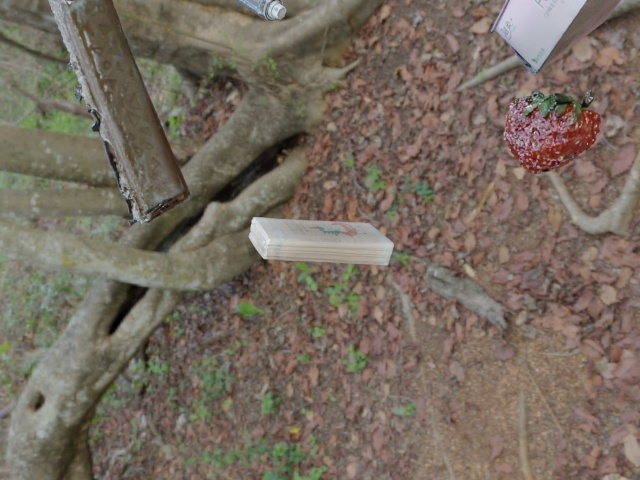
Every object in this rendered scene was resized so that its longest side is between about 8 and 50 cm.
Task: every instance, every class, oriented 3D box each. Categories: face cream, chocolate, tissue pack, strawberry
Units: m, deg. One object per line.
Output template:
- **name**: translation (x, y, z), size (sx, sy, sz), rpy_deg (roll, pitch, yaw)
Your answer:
- **face cream**: translation (-0.200, -0.680, 1.774), size (0.283, 0.073, 0.073), rpy_deg (39, 119, 27)
- **chocolate**: translation (-0.256, -0.177, 0.852), size (0.065, 0.102, 0.329), rpy_deg (5, 122, 39)
- **tissue pack**: translation (0.000, 0.000, 1.612), size (0.170, 0.326, 0.071), rpy_deg (-129, 46, -61)
- **tissue pack**: translation (0.318, -0.328, 0.767), size (0.092, 0.149, 0.246), rpy_deg (50, 167, 12)
- **strawberry**: translation (0.351, -0.161, 1.010), size (0.192, 0.140, 0.085), rpy_deg (-18, 49, 52)
